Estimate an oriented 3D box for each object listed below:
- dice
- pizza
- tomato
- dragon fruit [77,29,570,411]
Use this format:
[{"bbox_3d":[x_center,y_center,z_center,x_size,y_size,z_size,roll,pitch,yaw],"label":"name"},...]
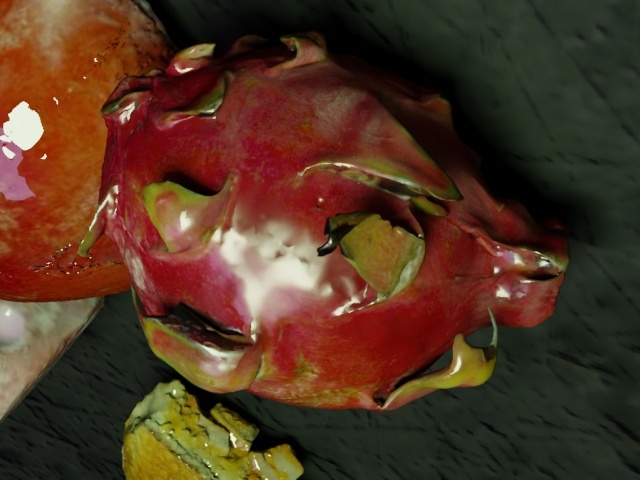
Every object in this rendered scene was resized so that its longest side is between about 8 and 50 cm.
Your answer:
[{"bbox_3d":[-0.163,0.032,0.767,0.093,0.091,0.094,42,145,-4],"label":"dice"},{"bbox_3d":[-0.031,0.143,0.809,0.134,0.046,0.175,18,139,27],"label":"pizza"},{"bbox_3d":[-0.135,-0.044,0.655,0.189,0.099,0.173,47,145,-8],"label":"tomato"},{"bbox_3d":[0.000,0.000,0.567,0.166,0.136,0.133,14,131,1],"label":"dragon fruit"}]
